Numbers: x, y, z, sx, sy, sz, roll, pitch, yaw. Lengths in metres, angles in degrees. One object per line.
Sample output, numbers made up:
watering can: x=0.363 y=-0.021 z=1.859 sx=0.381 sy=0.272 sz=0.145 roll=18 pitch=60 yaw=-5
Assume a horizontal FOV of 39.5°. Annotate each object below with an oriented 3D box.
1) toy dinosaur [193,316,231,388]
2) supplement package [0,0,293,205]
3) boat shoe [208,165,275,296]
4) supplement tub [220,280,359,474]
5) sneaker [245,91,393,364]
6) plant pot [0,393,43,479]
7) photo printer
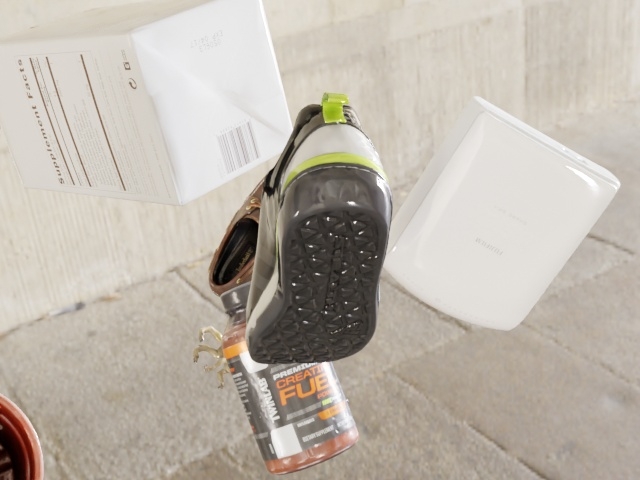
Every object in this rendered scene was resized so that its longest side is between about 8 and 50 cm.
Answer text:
toy dinosaur: x=-0.132 y=0.151 z=1.275 sx=0.093 sy=0.053 sz=0.183 roll=4 pitch=54 yaw=-26
supplement package: x=-0.204 y=-0.157 z=0.965 sx=0.293 sy=0.175 sz=0.178 roll=8 pitch=31 yaw=42
boat shoe: x=-0.079 y=-0.017 z=1.158 sx=0.073 sy=0.206 sz=0.073 roll=24 pitch=-10 yaw=15
supplement tub: x=-0.040 y=0.137 z=0.940 sx=0.106 sy=0.197 sz=0.106 roll=-22 pitch=-5 yaw=-2
sneaker: x=0.000 y=0.000 z=0.574 sx=0.084 sy=0.234 sz=0.097 roll=2 pitch=56 yaw=-13
plant pot: x=-0.568 y=0.367 z=1.362 sx=0.273 sy=0.272 sz=0.265 roll=-17 pitch=-10 yaw=-22
photo printer: x=0.251 y=-0.023 z=1.326 sx=0.256 sy=0.307 sz=0.107 roll=29 pitch=21 yaw=-9
